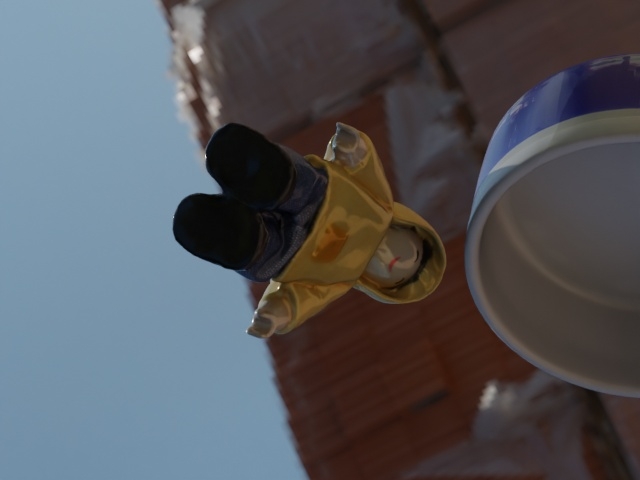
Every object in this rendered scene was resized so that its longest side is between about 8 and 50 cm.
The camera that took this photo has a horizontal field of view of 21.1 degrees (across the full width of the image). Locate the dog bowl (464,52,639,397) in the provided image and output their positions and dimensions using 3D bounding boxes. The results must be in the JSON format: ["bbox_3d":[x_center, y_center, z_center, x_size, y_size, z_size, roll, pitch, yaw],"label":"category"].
[{"bbox_3d":[0.245,-0.008,1.298,0.265,0.265,0.104,53,-147,-30],"label":"dog bowl"}]

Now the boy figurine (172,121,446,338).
[{"bbox_3d":[0.000,0.000,1.326,0.092,0.177,0.285,29,-177,32],"label":"boy figurine"}]
